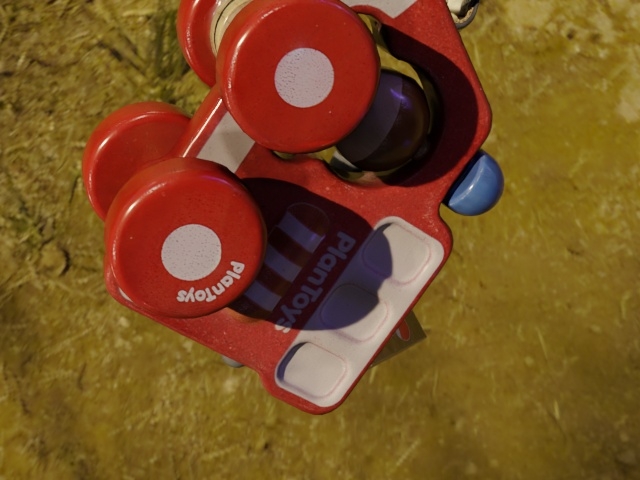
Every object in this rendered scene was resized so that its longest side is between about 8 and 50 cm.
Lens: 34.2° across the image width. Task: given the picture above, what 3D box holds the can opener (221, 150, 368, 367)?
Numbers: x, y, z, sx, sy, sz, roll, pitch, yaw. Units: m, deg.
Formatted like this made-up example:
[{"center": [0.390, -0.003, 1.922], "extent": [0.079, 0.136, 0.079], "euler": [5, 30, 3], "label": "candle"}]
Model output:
[{"center": [0.000, 0.000, 0.915], "extent": [0.076, 0.095, 0.283], "euler": [37, 113, 20], "label": "can opener"}]

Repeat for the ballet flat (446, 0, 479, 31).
[{"center": [0.135, -0.282, 0.935], "extent": [0.074, 0.074, 0.203], "euler": [13, 104, -2], "label": "ballet flat"}]

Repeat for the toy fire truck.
[{"center": [-0.006, -0.044, 0.727], "extent": [0.254, 0.169, 0.302], "euler": [31, 99, -28], "label": "toy fire truck"}]

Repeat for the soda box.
[{"center": [0.062, 0.121, 1.267], "extent": [0.058, 0.181, 0.061], "euler": [-33, 81, 27], "label": "soda box"}]
